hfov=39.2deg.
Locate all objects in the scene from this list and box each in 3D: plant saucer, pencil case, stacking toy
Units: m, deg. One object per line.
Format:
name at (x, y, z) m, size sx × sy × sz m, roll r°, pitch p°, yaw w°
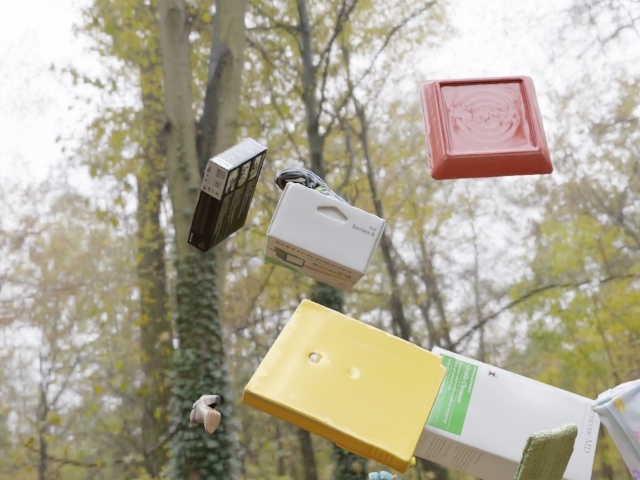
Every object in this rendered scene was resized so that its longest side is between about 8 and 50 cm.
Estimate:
plant saucer at (0.351, -0.254, 1.913) m, size 0.258 × 0.259 × 0.048 m, roll -3°, pitch -28°, yaw -1°
pencil case at (0.592, 0.382, 1.600) m, size 0.124 × 0.273 × 0.113 m, roll -18°, pitch -16°, yaw -31°
stacking toy at (0.155, 0.553, 2.059) m, size 0.052 × 0.167 × 0.221 m, roll -22°, pitch -40°, yaw 27°

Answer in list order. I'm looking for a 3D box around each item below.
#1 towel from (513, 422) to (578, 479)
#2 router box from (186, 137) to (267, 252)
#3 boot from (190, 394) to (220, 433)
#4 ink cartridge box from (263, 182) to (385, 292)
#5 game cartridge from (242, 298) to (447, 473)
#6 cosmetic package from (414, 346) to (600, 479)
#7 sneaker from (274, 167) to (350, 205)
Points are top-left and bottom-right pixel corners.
towel at (0.391, 0.386, 1.577) m, size 0.110 × 0.027 × 0.148 m, roll -7°, pitch -57°, yaw -25°
router box at (-0.166, -0.080, 1.597) m, size 0.133 × 0.046 × 0.179 m, roll -39°, pitch -25°, yaw -54°
boot at (-0.284, 0.429, 2.191) m, size 0.087 × 0.118 × 0.042 m, roll -29°, pitch -57°, yaw 33°
ink cartridge box at (0.000, 0.000, 1.364) m, size 0.154 × 0.093 × 0.212 m, roll 22°, pitch -13°, yaw -1°
game cartridge at (0.055, 0.266, 1.698) m, size 0.324 × 0.285 × 0.052 m, roll 23°, pitch -50°, yaw 10°
cosmetic package at (0.372, 0.386, 1.859) m, size 0.365 × 0.197 × 0.155 m, roll 17°, pitch -33°, yaw 6°
sneaker at (-0.013, -0.088, 1.854) m, size 0.067 × 0.188 × 0.078 m, roll -56°, pitch -9°, yaw 18°
